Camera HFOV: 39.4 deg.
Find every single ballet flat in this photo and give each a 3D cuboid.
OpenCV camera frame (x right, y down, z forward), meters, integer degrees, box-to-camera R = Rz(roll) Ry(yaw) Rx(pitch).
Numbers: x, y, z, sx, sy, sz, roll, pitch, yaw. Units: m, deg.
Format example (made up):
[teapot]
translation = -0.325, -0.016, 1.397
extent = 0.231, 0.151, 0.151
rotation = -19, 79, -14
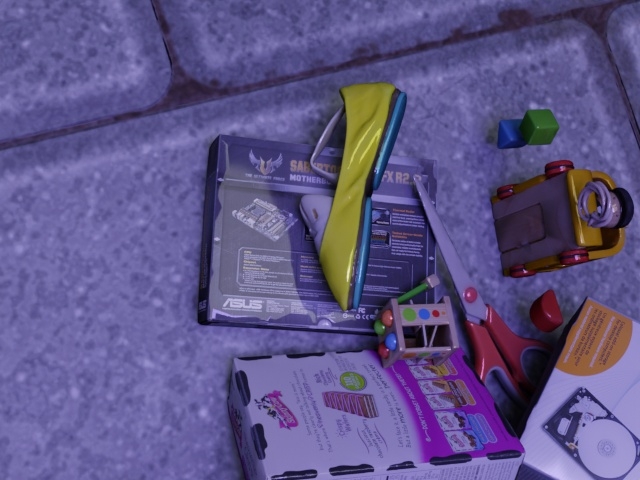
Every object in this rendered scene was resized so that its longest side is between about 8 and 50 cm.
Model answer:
[ballet flat]
translation = 0.023, -0.047, 0.844
extent = 0.077, 0.077, 0.230
rotation = 11, 73, 7

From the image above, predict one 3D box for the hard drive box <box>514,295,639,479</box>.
[hard drive box]
translation = 0.315, 0.189, 0.845
extent = 0.232, 0.089, 0.181
rotation = 26, 70, 12

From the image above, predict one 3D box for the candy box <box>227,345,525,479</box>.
[candy box]
translation = 0.044, 0.174, 0.817
extent = 0.234, 0.159, 0.071
rotation = 0, 121, -16

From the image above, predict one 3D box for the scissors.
[scissors]
translation = 0.151, 0.076, 0.901
extent = 0.109, 0.021, 0.297
rotation = -46, 111, -19

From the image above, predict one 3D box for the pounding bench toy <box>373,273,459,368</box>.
[pounding bench toy]
translation = 0.084, 0.072, 0.842
extent = 0.065, 0.052, 0.083
rotation = 0, 64, -15

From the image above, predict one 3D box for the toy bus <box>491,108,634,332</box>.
[toy bus]
translation = 0.256, -0.023, 0.901
extent = 0.104, 0.190, 0.202
rotation = -6, 38, -17

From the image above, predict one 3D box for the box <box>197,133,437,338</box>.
[box]
translation = 0.000, 0.000, 0.889
extent = 0.231, 0.056, 0.183
rotation = 5, 79, -16
